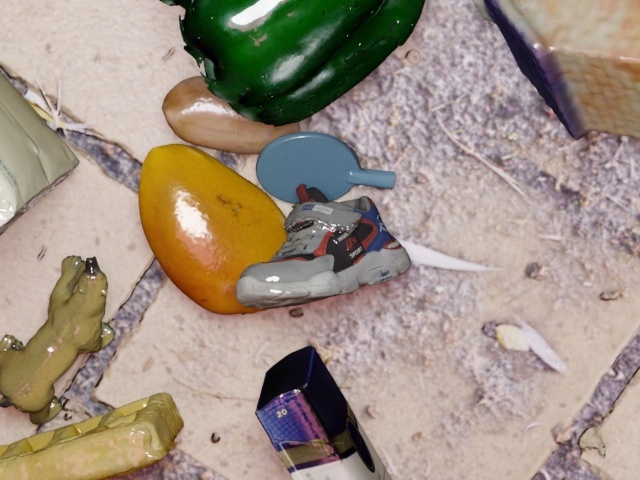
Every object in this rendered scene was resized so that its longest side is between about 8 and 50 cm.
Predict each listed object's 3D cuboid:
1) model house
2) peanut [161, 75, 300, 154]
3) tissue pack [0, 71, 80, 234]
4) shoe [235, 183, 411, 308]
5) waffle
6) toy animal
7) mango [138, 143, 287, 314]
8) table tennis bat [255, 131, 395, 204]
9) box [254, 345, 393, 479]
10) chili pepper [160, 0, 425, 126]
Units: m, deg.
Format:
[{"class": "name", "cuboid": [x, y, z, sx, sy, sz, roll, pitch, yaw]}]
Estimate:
[{"class": "model house", "cuboid": [0.312, -0.272, 1.695, 0.280, 0.245, 0.312, 11, 74, 26]}, {"class": "peanut", "cuboid": [-0.096, -0.133, 1.794, 0.152, 0.076, 0.076, 10, 101, -11]}, {"class": "tissue pack", "cuboid": [-0.455, -0.142, 1.691, 0.207, 0.297, 0.380, -39, 99, 11]}, {"class": "shoe", "cuboid": [0.000, 0.000, 1.764, 0.099, 0.227, 0.125, -10, 93, 45]}, {"class": "waffle", "cuboid": [-0.288, 0.240, 1.827, 0.274, 0.168, 0.057, -18, 94, 6]}, {"class": "toy animal", "cuboid": [-0.288, 0.108, 1.832, 0.103, 0.101, 0.219, 39, 100, -4]}, {"class": "mango", "cuboid": [-0.115, -0.013, 1.803, 0.141, 0.102, 0.217, -35, 100, 2]}, {"class": "table tennis bat", "cuboid": [0.006, -0.075, 1.811, 0.155, 0.019, 0.100, 7, 132, -12]}, {"class": "box", "cuboid": [0.022, 0.253, 1.818, 0.071, 0.168, 0.259, -27, 100, 9]}, {"class": "chili pepper", "cuboid": [-0.031, -0.263, 1.684, 0.256, 0.233, 0.248, -37, 91, 5]}]
